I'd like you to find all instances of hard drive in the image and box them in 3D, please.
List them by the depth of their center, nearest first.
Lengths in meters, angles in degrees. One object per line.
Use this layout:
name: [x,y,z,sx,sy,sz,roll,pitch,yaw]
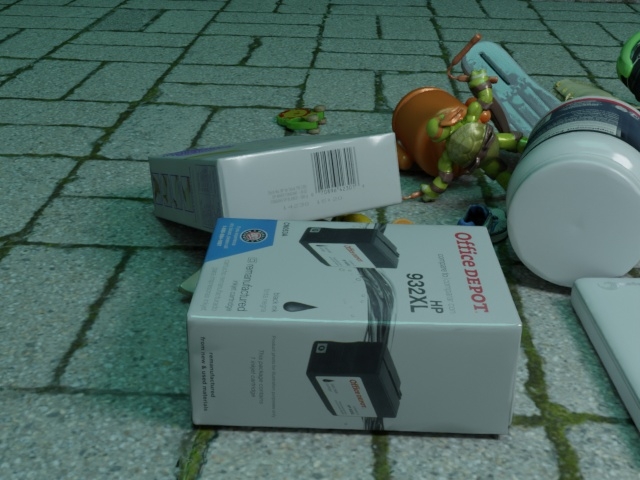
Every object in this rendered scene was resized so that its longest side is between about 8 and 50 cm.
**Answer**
hard drive: [0.405,0.130,0.904,0.202,0.040,0.308,1,26,-1]

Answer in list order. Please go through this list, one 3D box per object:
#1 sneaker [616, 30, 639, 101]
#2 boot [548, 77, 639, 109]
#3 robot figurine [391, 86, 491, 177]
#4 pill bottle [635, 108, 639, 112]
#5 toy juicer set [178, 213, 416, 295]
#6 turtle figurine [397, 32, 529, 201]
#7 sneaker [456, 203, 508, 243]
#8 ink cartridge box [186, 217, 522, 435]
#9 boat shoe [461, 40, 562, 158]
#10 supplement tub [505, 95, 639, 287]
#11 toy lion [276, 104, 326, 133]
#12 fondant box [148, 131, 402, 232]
sneaker: [0.784,-0.255,1.566,0.482,0.185,0.202,10,38,10]
boot: [0.468,-0.241,1.612,0.261,0.095,0.203,-5,27,-16]
robot figurine: [0.193,-0.184,1.447,0.128,0.158,0.219,23,18,-24]
pill bottle: [0.514,-0.126,1.337,0.130,0.131,0.246,-6,26,-15]
toy juicer set: [0.000,0.000,1.099,0.328,0.090,0.209,3,26,4]
turtle figurine: [0.244,-0.155,1.290,0.217,0.270,0.087,16,18,-23]
sneaker: [0.228,-0.025,1.197,0.052,0.058,0.135,17,29,29]
ink cartridge box: [0.032,0.080,0.887,0.307,0.129,0.223,2,25,1]
boat shoe: [0.346,-0.212,1.460,0.109,0.094,0.302,-31,68,2]
supplement tub: [0.352,-0.071,1.142,0.191,0.191,0.272,10,27,17]
toy lion: [-0.041,-0.235,1.659,0.096,0.034,0.100,0,25,13]
fondant box: [-0.076,-0.084,1.161,0.238,0.096,0.330,-11,9,-24]
